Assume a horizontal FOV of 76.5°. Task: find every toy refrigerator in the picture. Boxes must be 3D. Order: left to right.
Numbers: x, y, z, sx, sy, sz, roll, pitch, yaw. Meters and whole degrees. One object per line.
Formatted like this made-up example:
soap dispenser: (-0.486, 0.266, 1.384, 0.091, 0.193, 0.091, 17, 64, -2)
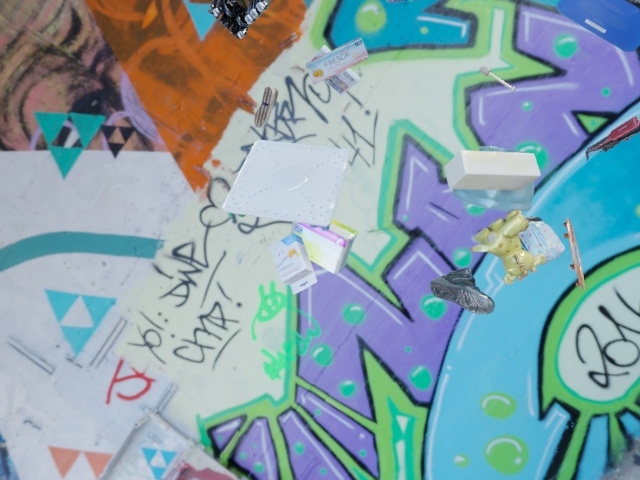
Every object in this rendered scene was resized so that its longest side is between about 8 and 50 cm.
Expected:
toy refrigerator: (0.551, -0.227, 1.308, 0.102, 0.270, 0.094, 121, 146, -66)

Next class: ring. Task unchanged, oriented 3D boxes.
ring: (1.162, 0.060, 1.866, 0.032, 0.336, 0.336, -12, 25, 35)

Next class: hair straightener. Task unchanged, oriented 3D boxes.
hair straightener: (1.005, -0.335, 1.376, 0.230, 0.089, 0.047, 119, 154, -65)

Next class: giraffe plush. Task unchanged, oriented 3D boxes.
giraffe plush: (0.586, 0.030, 1.244, 0.181, 0.170, 0.210, -39, 1, 41)

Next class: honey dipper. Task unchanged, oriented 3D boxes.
honey dipper: (0.685, -0.624, 1.571, 0.030, 0.160, 0.030, -39, -19, -16)

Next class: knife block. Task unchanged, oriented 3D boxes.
knife block: (-0.138, -0.566, 0.870, 0.275, 0.088, 0.242, -56, 36, -1)

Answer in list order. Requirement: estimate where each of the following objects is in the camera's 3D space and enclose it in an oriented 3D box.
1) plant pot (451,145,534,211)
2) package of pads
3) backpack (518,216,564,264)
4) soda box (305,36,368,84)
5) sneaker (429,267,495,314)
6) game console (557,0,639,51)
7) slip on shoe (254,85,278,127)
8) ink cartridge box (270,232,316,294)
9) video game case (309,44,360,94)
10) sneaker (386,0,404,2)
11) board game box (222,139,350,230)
plant pot: (0.670, -0.247, 1.537, 0.293, 0.294, 0.196, -49, -31, -63)
package of pads: (0.000, 0.000, 1.881, 0.101, 0.297, 0.229, -42, -25, -50)
backpack: (0.826, -0.001, 1.540, 0.152, 0.181, 0.115, -6, -29, -28)
soda box: (0.048, -0.539, 1.219, 0.183, 0.062, 0.058, -21, 28, 12)
sneaker: (0.453, 0.144, 1.232, 0.130, 0.087, 0.228, -28, 19, -19)
game console: (0.945, -0.782, 1.243, 0.173, 0.293, 0.250, -46, -14, -6)
slip on shoe: (-0.171, -0.423, 1.297, 0.041, 0.052, 0.135, -20, -45, -57)
ink cartridge box: (-0.093, 0.080, 1.382, 0.104, 0.181, 0.062, -31, -28, 18)
video game case: (0.055, -0.729, 1.752, 0.023, 0.201, 0.183, -58, 18, -11)
sneaker: (0.358, -0.972, 1.589, 0.222, 0.083, 0.087, -10, -1, 5)
board game box: (-0.113, -0.215, 1.510, 0.050, 0.391, 0.389, 85, -163, -53)
